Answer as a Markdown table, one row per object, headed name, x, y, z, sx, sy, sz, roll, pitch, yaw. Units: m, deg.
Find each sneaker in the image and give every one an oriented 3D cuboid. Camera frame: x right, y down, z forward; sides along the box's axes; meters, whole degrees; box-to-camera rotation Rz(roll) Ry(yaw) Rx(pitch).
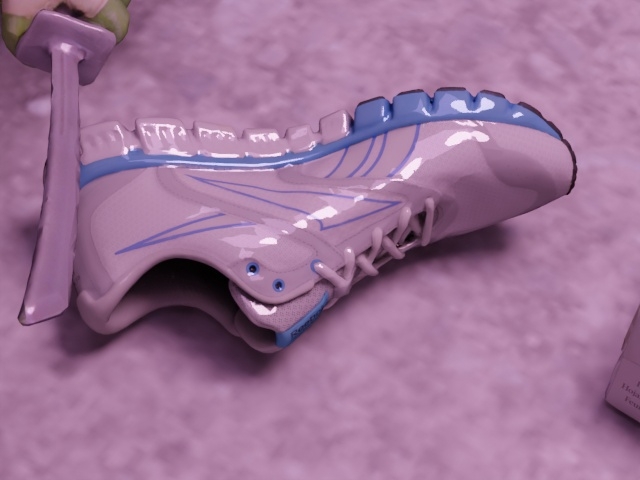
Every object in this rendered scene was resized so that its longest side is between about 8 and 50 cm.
| name | x | y | z | sx | sy | sz | roll | pitch | yaw |
| --- | --- | --- | --- | --- | --- | --- | --- | --- | --- |
| sneaker | 0.000 | 0.000 | 0.659 | 0.191 | 0.071 | 0.083 | -8 | 58 | -3 |

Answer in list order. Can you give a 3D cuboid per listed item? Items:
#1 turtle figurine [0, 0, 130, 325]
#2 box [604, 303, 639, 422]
| name | x | y | z | sx | sy | sz | roll | pitch | yaw |
| --- | --- | --- | --- | --- | --- | --- | --- | --- | --- |
| turtle figurine | -0.134 | -0.058 | 0.628 | 0.275 | 0.198 | 0.266 | 42 | 42 | 12 |
| box | 0.218 | -0.041 | 0.714 | 0.067 | 0.063 | 0.324 | 33 | 54 | 17 |
